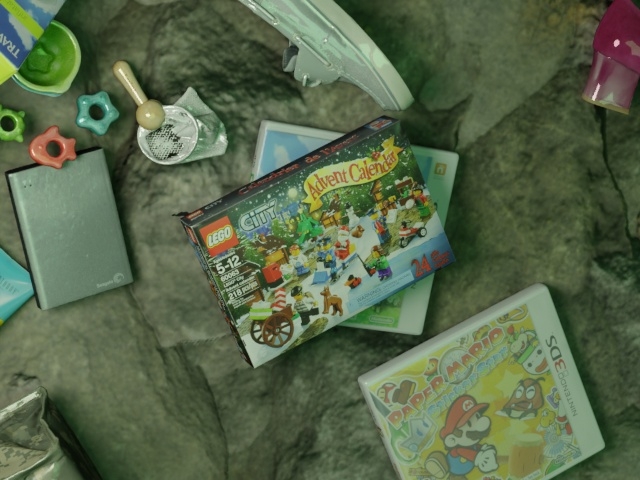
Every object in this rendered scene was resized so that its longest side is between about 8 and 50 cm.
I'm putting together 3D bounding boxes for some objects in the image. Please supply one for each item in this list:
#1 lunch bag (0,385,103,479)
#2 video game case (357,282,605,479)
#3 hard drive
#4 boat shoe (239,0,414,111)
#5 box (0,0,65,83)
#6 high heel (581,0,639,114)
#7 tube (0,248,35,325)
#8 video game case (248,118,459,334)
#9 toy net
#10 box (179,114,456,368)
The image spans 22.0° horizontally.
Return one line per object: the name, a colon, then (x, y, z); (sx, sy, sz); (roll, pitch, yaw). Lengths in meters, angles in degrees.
lunch bag: (-0.319, 0.314, 1.517); (0.287, 0.169, 0.235); (-29, 113, -4)
video game case: (0.175, 0.184, 1.742); (0.227, 0.026, 0.206); (-27, 109, -13)
hard drive: (-0.236, -0.011, 1.546); (0.094, 0.022, 0.135); (-18, 107, -23)
boat shoe: (-0.008, -0.192, 1.574); (0.081, 0.079, 0.227); (-45, 108, 4)
box: (-0.283, -0.219, 1.427); (0.109, 0.042, 0.178); (44, 45, -22)
high heel: (0.395, -0.176, 1.717); (0.244, 0.082, 0.117); (14, 106, -9)
tube: (-0.354, 0.094, 1.521); (0.207, 0.052, 0.080); (-50, 126, -11)
video game case: (0.023, -0.010, 1.646); (0.212, 0.023, 0.193); (8, 98, -21)
toy net: (-0.190, -0.114, 1.519); (0.232, 0.045, 0.122); (19, 77, -20)
box: (0.000, 0.000, 1.602); (0.233, 0.044, 0.159); (-28, 110, -13)
